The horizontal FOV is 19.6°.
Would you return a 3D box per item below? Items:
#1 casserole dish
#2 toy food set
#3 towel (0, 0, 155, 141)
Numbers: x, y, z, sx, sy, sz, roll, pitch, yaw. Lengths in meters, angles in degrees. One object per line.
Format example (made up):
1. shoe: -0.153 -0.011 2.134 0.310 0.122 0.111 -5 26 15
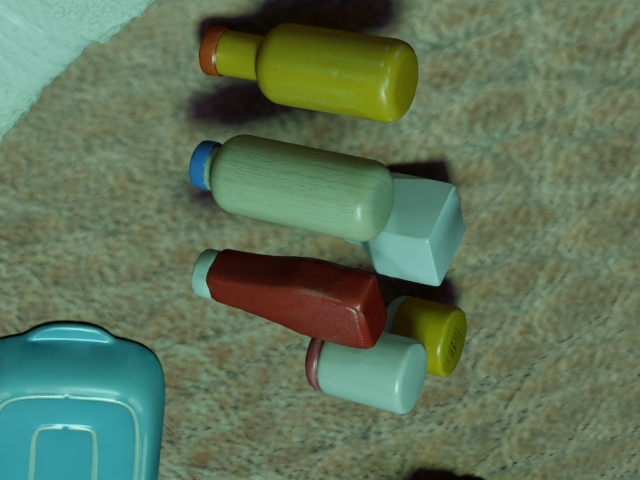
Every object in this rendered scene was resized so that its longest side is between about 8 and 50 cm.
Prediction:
1. casserole dish: -0.148 0.127 1.064 0.114 0.037 0.188 3 131 -8
2. toy food set: 0.000 0.000 0.937 0.104 0.111 0.232 13 147 23
3. towel: -0.203 -0.159 0.807 0.187 0.049 0.282 -37 125 24
